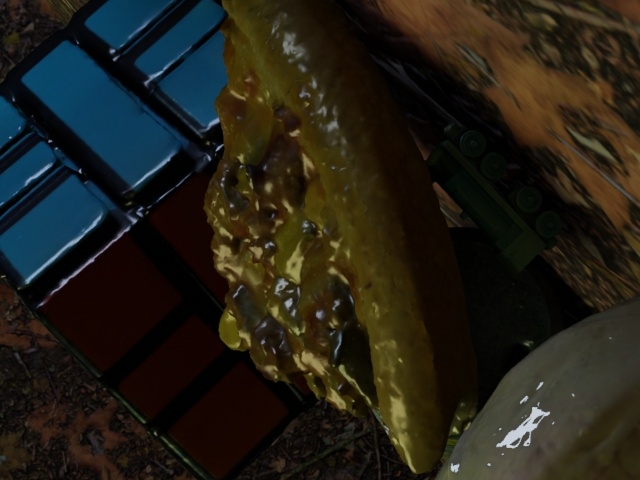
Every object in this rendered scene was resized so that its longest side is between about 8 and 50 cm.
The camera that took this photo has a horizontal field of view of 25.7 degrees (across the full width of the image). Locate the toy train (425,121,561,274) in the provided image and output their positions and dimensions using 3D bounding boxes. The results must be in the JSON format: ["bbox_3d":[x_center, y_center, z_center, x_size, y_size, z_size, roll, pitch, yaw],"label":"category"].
[{"bbox_3d":[0.096,-0.025,0.791,0.092,0.045,0.029,46,174,-7],"label":"toy train"}]

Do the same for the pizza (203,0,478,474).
[{"bbox_3d":[0.005,-0.030,0.818,0.258,0.087,0.268,21,115,60],"label":"pizza"}]

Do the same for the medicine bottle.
[{"bbox_3d":[0.099,0.087,1.039,0.141,0.141,0.293,46,175,11],"label":"medicine bottle"}]

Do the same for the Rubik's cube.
[{"bbox_3d":[-0.114,-0.021,1.168,0.288,0.283,0.293,43,169,46],"label":"Rubik's cube"}]

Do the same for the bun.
[{"bbox_3d":[0.146,0.110,0.543,0.237,0.210,0.116,35,-178,-28],"label":"bun"}]
